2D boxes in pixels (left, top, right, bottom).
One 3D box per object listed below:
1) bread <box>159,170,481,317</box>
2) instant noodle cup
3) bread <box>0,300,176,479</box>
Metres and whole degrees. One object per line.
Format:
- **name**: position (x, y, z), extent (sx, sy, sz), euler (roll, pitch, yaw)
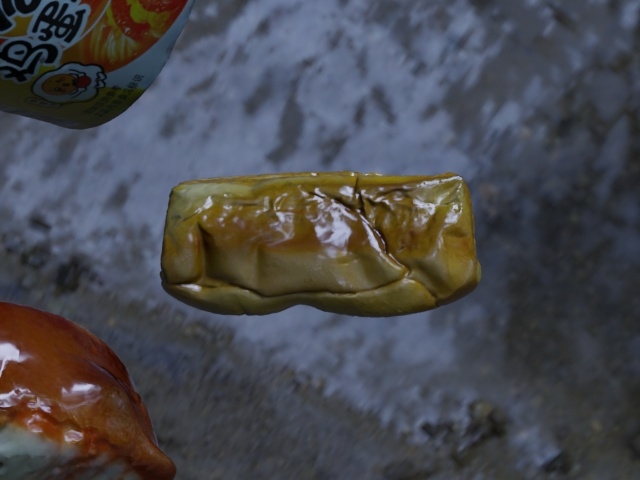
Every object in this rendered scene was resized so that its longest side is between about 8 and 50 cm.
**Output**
- **bread**: position (0.000, 0.000, 1.797), extent (0.294, 0.167, 0.132), euler (-3, 100, 5)
- **instant noodle cup**: position (-0.194, -0.192, 1.145), extent (0.200, 0.264, 0.264), euler (20, 55, -34)
- **bread**: position (-0.255, 0.167, 1.182), extent (0.295, 0.327, 0.114), euler (7, 49, -32)
